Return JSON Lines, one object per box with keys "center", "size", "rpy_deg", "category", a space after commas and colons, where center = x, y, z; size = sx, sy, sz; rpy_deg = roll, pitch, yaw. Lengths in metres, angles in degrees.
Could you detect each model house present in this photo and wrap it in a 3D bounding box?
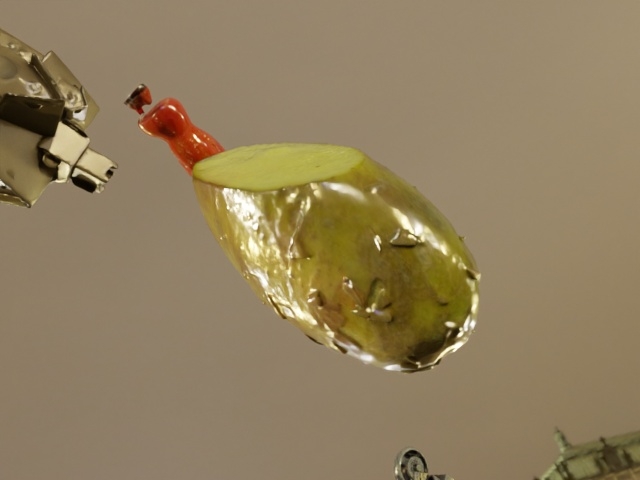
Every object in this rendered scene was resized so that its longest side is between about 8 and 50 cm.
{"center": [-0.409, -0.162, 0.841], "size": [0.243, 0.212, 0.204], "rpy_deg": [31, -33, -18], "category": "model house"}

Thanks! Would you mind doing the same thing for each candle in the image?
{"center": [-0.085, -0.044, 0.653], "size": [0.048, 0.051, 0.329], "rpy_deg": [-5, -46, 51], "category": "candle"}

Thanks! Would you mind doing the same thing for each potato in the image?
{"center": [0.000, 0.000, 0.507], "size": [0.141, 0.298, 0.176], "rpy_deg": [-36, -33, -48], "category": "potato"}

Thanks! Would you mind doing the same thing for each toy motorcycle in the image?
{"center": [0.149, 0.364, 0.744], "size": [0.193, 0.124, 0.061], "rpy_deg": [46, -40, -11], "category": "toy motorcycle"}
